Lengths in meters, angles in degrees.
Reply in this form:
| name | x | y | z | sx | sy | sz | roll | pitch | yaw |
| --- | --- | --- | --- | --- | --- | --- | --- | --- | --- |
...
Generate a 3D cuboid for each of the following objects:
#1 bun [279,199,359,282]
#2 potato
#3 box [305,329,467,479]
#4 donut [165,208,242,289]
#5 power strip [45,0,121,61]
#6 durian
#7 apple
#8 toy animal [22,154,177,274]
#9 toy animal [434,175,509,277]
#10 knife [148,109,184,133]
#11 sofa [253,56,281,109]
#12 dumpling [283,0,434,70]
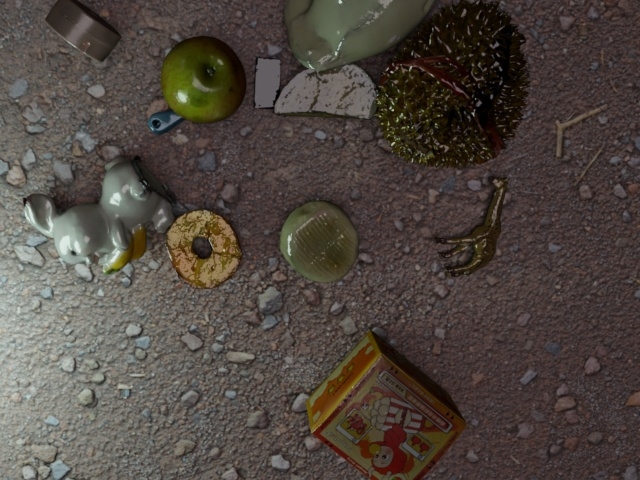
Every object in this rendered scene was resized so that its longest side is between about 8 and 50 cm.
| name | x | y | z | sx | sy | sz | roll | pitch | yaw |
| --- | --- | --- | --- | --- | --- | --- | --- | --- | --- |
| bun | 0.000 | 0.000 | 1.953 | 0.178 | 0.128 | 0.193 | -42 | 113 | 4 |
| potato | 0.017 | -0.346 | 1.899 | 0.243 | 0.098 | 0.138 | 4 | 97 | 1 |
| box | 0.153 | 0.421 | 2.002 | 0.283 | 0.214 | 0.259 | 40 | 97 | -11 |
| donut | -0.276 | 0.016 | 1.957 | 0.174 | 0.074 | 0.190 | -38 | 97 | 4 |
| power strip | -0.518 | -0.466 | 1.805 | 0.154 | 0.154 | 0.078 | 37 | 99 | -10 |
| durian | 0.292 | -0.327 | 1.802 | 0.384 | 0.347 | 0.347 | -38 | 102 | -2 |
| apple | -0.258 | -0.356 | 1.824 | 0.196 | 0.196 | 0.195 | -1 | 101 | -5 |
| toy animal | -0.498 | -0.055 | 1.872 | 0.310 | 0.183 | 0.247 | -33 | 92 | 5 |
| toy animal | 0.389 | -0.026 | 2.014 | 0.149 | 0.054 | 0.275 | 41 | 98 | -8 |
| knife | -0.289 | -0.320 | 1.915 | 0.244 | 0.032 | 0.058 | -29 | 93 | -3 |
| sofa | -0.123 | -0.364 | 1.913 | 0.060 | 0.039 | 0.117 | 3 | 101 | -4 |
| dumpling | 0.078 | -0.554 | 1.826 | 0.395 | 0.233 | 0.315 | -44 | 64 | 8 |
